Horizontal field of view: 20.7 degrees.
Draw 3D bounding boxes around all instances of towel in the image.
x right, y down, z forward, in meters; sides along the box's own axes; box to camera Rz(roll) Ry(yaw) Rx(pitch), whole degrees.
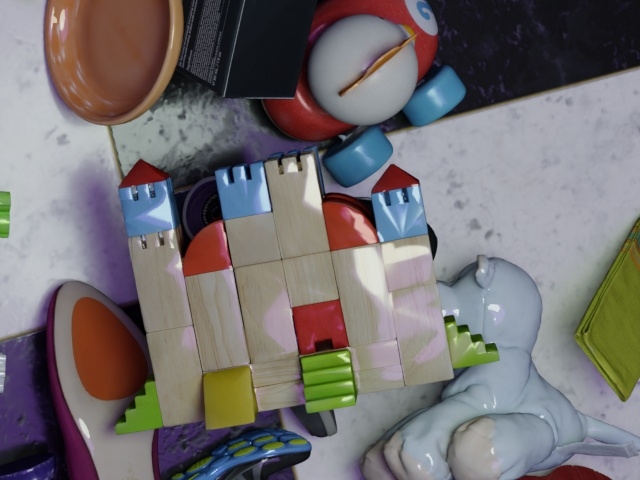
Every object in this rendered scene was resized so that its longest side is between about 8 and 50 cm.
[{"bbox_3d":[0.358,0.068,1.965,0.102,0.021,0.237,51,47,-14],"label":"towel"}]

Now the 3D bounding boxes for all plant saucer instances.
[{"bbox_3d":[-0.204,-0.215,1.775,0.037,0.200,0.199,-1,94,-48],"label":"plant saucer"}]

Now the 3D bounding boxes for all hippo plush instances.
[{"bbox_3d":[0.170,0.135,1.862,0.294,0.234,0.236,-11,84,15],"label":"hippo plush"}]

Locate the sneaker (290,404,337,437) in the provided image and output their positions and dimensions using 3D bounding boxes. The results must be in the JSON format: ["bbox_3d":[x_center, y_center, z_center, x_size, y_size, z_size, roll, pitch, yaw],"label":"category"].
[{"bbox_3d":[-0.076,0.140,1.889,0.118,0.083,0.222,-31,109,7],"label":"sneaker"}]

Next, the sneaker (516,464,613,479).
[{"bbox_3d":[0.253,0.327,1.999,0.221,0.087,0.128,10,128,-33],"label":"sneaker"}]

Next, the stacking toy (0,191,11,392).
[{"bbox_3d":[-0.403,0.051,1.791,0.167,0.052,0.221,3,92,-17],"label":"stacking toy"}]

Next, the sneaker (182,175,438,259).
[{"bbox_3d":[0.000,0.000,1.868,0.283,0.124,0.107,8,91,-17],"label":"sneaker"}]

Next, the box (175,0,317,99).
[{"bbox_3d":[-0.086,-0.292,1.751,0.103,0.184,0.261,-4,115,-43],"label":"box"}]

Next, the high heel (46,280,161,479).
[{"bbox_3d":[-0.232,0.238,1.827,0.127,0.181,0.377,-3,65,-35],"label":"high heel"}]

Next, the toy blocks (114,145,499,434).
[{"bbox_3d":[-0.033,0.026,1.731,0.382,0.191,0.260,-10,96,4],"label":"toy blocks"}]

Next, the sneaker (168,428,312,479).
[{"bbox_3d":[-0.093,0.265,1.893,0.188,0.067,0.078,-30,110,-9],"label":"sneaker"}]

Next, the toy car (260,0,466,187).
[{"bbox_3d":[0.052,-0.189,1.813,0.210,0.238,0.219,-39,103,-11],"label":"toy car"}]

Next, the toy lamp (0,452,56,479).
[{"bbox_3d":[-0.276,0.364,1.835,0.080,0.080,0.274,-17,95,-15],"label":"toy lamp"}]
